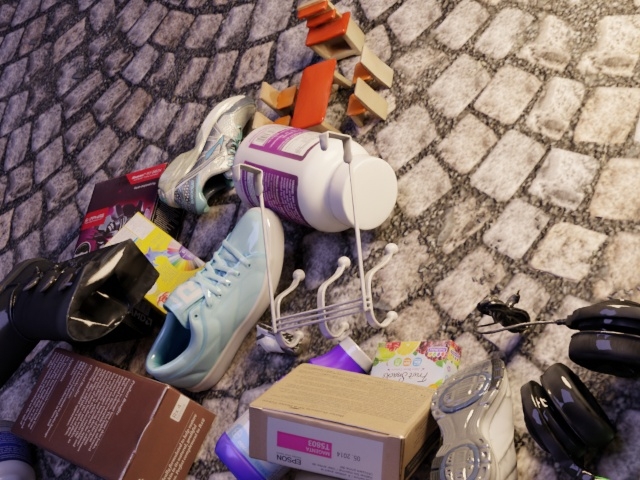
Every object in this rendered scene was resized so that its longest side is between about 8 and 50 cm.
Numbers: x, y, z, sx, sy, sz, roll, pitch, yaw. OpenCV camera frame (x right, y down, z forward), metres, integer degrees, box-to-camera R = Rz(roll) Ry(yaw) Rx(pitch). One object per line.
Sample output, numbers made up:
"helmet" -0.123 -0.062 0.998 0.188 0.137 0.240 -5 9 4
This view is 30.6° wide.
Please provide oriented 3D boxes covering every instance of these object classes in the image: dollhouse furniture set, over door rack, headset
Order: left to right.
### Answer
"dollhouse furniture set" -0.003 -0.323 2.254 0.262 0.135 0.259 -13 54 37
"over door rack" 0.000 0.000 1.932 0.239 0.108 0.324 -17 85 43
"headset" 0.370 0.186 1.565 0.394 0.185 0.243 35 92 35

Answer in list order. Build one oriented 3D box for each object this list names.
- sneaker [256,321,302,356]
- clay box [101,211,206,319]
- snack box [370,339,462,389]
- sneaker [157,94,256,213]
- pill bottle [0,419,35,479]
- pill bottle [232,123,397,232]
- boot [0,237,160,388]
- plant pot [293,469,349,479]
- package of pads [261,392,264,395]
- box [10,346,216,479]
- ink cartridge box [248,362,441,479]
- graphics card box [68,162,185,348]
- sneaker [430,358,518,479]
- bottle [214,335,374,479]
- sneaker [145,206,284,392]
"sneaker" -0.072 0.180 2.037 0.109 0.040 0.044 28 114 43
"clay box" -0.311 0.059 2.254 0.222 0.053 0.127 37 72 17
"snack box" 0.143 0.207 1.806 0.141 0.037 0.100 -7 59 40
"sneaker" -0.201 -0.167 2.377 0.122 0.110 0.283 28 74 22
"pill bottle" -0.619 0.452 2.294 0.112 0.112 0.187 -44 40 10
"pill bottle" -0.009 -0.107 2.078 0.301 0.169 0.169 19 76 49
"boot" -0.522 0.172 2.177 0.445 0.146 0.367 -4 52 51
"plant pot" 0.025 0.432 1.621 0.256 0.256 0.274 -33 28 22
"package of pads" -0.071 0.287 1.955 0.083 0.032 0.050 5 66 46
"box" -0.385 0.334 2.139 0.381 0.143 0.191 10 68 49
"ink cartridge box" 0.039 0.263 1.686 0.234 0.193 0.088 9 107 22
"graphics card box" -0.409 0.031 2.417 0.232 0.094 0.371 -11 56 38
"sneaker" 0.221 0.285 1.622 0.111 0.129 0.297 -19 31 27
"bottle" -0.035 0.273 1.867 0.283 0.092 0.118 -43 76 -2
"sneaker" -0.190 0.103 2.058 0.135 0.150 0.366 30 99 39
